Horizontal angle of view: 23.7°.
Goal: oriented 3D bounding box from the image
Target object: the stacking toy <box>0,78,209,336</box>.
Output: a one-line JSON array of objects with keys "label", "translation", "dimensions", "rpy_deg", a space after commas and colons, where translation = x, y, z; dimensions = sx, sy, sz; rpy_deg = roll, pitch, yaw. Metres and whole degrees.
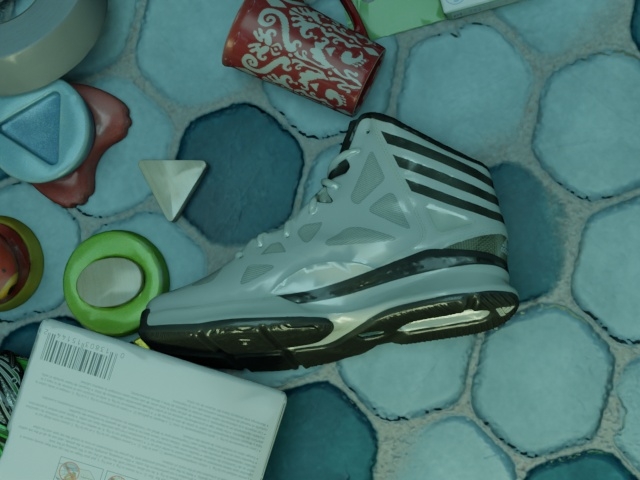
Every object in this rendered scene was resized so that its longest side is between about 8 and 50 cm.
[{"label": "stacking toy", "translation": [-0.305, -0.033, 1.823], "dimensions": [0.279, 0.130, 0.309], "rpy_deg": [21, 91, 9]}]

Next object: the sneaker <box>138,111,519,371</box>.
[{"label": "sneaker", "translation": [0.001, 0.000, 1.789], "dimensions": [0.447, 0.169, 0.258], "rpy_deg": [-9, 67, 13]}]

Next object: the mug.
[{"label": "mug", "translation": [-0.010, -0.238, 1.798], "dimensions": [0.169, 0.113, 0.150], "rpy_deg": [27, 102, 6]}]

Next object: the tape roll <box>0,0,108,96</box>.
[{"label": "tape roll", "translation": [-0.369, -0.281, 1.827], "dimensions": [0.219, 0.072, 0.219], "rpy_deg": [-8, 57, 12]}]

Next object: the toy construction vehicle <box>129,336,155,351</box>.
[{"label": "toy construction vehicle", "translation": [-0.214, 0.174, 1.851], "dimensions": [0.086, 0.035, 0.098], "rpy_deg": [-39, 85, -6]}]

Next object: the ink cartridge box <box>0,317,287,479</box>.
[{"label": "ink cartridge box", "translation": [-0.217, 0.256, 1.757], "dimensions": [0.296, 0.066, 0.261], "rpy_deg": [18, 82, -3]}]

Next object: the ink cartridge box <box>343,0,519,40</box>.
[{"label": "ink cartridge box", "translation": [0.129, -0.345, 1.812], "dimensions": [0.235, 0.056, 0.171], "rpy_deg": [-14, 86, 6]}]

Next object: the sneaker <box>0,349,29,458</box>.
[{"label": "sneaker", "translation": [-0.423, 0.167, 1.845], "dimensions": [0.146, 0.134, 0.343], "rpy_deg": [-44, 91, -3]}]
